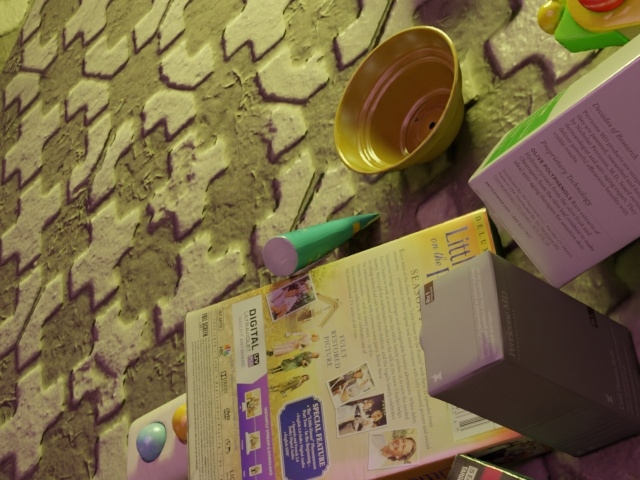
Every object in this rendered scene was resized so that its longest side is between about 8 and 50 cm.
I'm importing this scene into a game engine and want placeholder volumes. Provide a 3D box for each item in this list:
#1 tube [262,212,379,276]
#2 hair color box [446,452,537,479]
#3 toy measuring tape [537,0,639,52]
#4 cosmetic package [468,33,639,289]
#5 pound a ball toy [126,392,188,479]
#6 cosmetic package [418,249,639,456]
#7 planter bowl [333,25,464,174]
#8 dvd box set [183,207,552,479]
[{"bbox_3d":[0.000,0.000,1.508,0.080,0.207,0.052,-26,88,33],"label":"tube"},{"bbox_3d":[0.250,0.336,1.075,0.347,0.105,0.174,12,78,50],"label":"hair color box"},{"bbox_3d":[0.396,-0.290,1.289,0.330,0.121,0.121,-4,65,39],"label":"toy measuring tape"},{"bbox_3d":[0.350,-0.129,1.144,0.365,0.155,0.197,-39,2,27],"label":"cosmetic package"},{"bbox_3d":[-0.123,0.279,1.507,0.319,0.135,0.208,-31,48,35],"label":"pound a ball toy"},{"bbox_3d":[0.212,0.118,1.140,0.107,0.238,0.127,-30,48,34],"label":"cosmetic package"},{"bbox_3d":[0.126,-0.170,1.531,0.217,0.090,0.217,-26,51,37],"label":"planter bowl"},{"bbox_3d":[0.036,0.160,1.349,0.420,0.062,0.308,-21,51,16],"label":"dvd box set"}]
